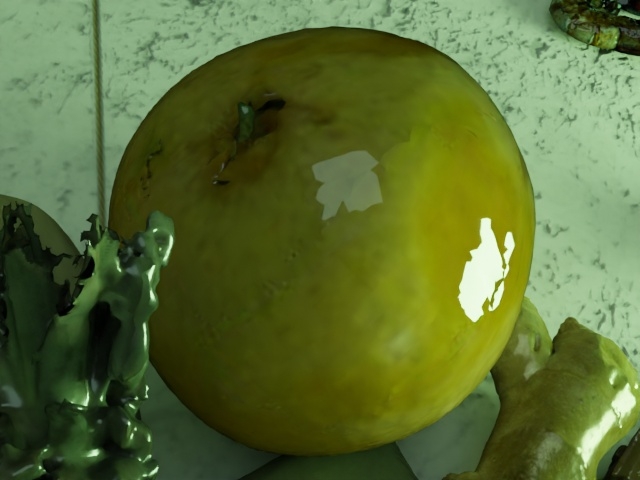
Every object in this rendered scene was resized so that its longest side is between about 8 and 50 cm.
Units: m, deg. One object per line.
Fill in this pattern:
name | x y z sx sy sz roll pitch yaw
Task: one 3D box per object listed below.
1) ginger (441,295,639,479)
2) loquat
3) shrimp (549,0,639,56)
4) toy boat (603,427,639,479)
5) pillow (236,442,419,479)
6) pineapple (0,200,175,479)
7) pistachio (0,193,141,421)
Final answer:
ginger | 0.123 0.172 0.529 0.118 0.065 0.299 22 59 3
loquat | 0.000 0.000 0.540 0.263 0.263 0.263 4 59 -7
shrimp | 0.295 -0.205 0.821 0.161 0.034 0.091 21 58 5
toy boat | 0.230 0.158 0.584 0.072 0.064 0.206 26 59 26
pillow | -0.019 0.191 0.524 0.208 0.053 0.119 -23 74 -28
pineapple | -0.110 0.163 0.387 0.175 0.175 0.361 7 94 -5
pistachio | -0.181 0.072 0.520 0.126 0.152 0.223 -23 85 -25
